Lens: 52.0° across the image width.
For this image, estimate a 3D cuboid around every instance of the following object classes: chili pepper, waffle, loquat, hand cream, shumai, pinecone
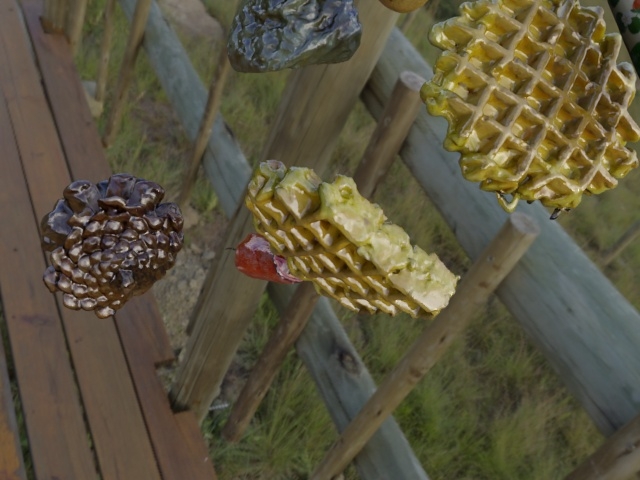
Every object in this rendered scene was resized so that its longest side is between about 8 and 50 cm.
[{"bbox_3d":[-0.112,0.030,1.188,0.192,0.086,0.084,11,45,41],"label":"chili pepper"},{"bbox_3d":[0.000,-0.001,0.703,0.219,0.229,0.057,41,69,-20],"label":"waffle"},{"bbox_3d":[0.272,-0.178,0.821,0.329,0.062,0.329,1,86,-21],"label":"waffle"},{"bbox_3d":[0.183,-0.588,1.474,0.163,0.137,0.163,10,48,-11],"label":"loquat"},{"bbox_3d":[0.381,-0.245,0.770,0.095,0.059,0.276,19,56,-73],"label":"hand cream"},{"bbox_3d":[-0.048,-0.368,1.004,0.189,0.218,0.256,-9,20,-27],"label":"shumai"},{"bbox_3d":[-0.253,0.000,0.810,0.150,0.179,0.195,46,1,-1],"label":"pinecone"}]
